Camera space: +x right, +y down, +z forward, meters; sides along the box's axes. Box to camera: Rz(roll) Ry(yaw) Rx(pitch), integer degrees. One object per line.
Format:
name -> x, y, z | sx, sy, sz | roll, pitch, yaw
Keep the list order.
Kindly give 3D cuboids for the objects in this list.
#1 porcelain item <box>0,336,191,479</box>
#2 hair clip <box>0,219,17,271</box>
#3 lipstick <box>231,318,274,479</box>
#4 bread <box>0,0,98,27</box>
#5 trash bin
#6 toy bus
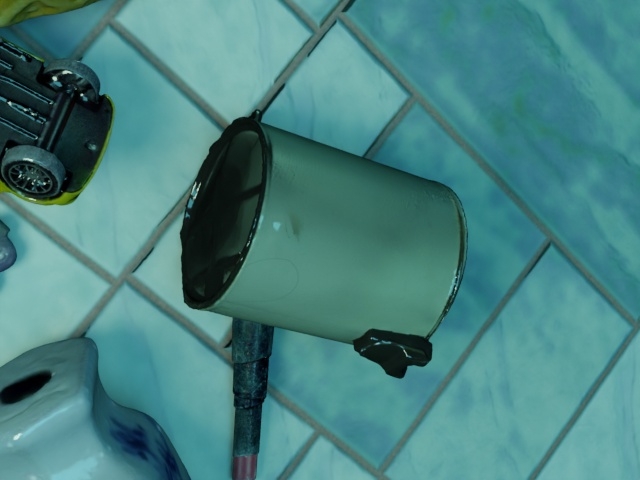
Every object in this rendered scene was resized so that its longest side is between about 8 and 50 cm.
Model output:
porcelain item -> -0.224, 0.317, 1.103 | 0.178, 0.242, 0.405 | -24, 111, 0
hair clip -> -0.404, 0.049, 1.065 | 0.195, 0.052, 0.124 | -53, 148, -12
lipstick -> -0.091, 0.189, 1.253 | 0.053, 0.053, 0.234 | 1, 102, -25
bread -> -0.243, -0.320, 1.051 | 0.268, 0.130, 0.152 | -21, 103, -22
trash bin -> 0.000, 0.000, 1.166 | 0.262, 0.217, 0.277 | 15, 54, -27
toy bus -> -0.375, -0.141, 0.985 | 0.331, 0.151, 0.145 | 28, 49, -21
